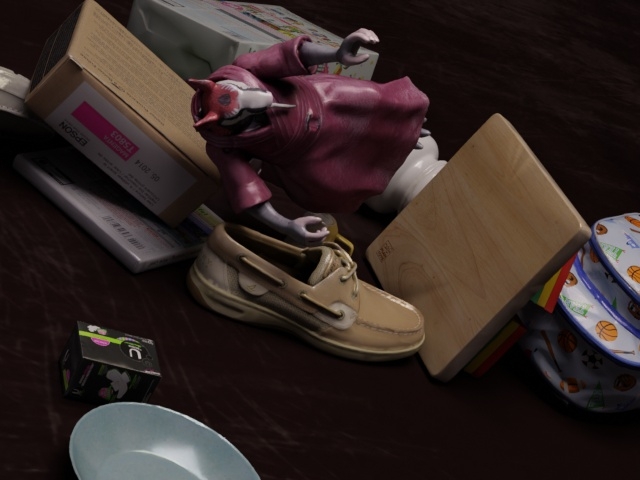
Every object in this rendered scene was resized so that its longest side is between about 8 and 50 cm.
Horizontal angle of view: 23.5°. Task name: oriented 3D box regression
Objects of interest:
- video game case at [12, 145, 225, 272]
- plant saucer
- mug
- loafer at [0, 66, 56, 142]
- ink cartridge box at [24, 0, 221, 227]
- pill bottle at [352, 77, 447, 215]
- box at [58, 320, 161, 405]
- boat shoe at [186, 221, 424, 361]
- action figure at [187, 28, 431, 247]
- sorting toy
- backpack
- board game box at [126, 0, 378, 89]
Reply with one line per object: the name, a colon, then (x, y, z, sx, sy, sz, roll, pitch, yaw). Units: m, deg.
video game case: (-0.228, -0.045, 1.822, 0.212, 0.023, 0.193, 39, 27, 21)
plant saucer: (-0.142, 0.225, 1.396, 0.195, 0.037, 0.195, 22, 26, -12)
mug: (-0.003, -0.002, 1.922, 0.078, 0.064, 0.062, 13, 29, -31)
loafer: (-0.439, -0.149, 1.727, 0.319, 0.112, 0.111, 11, 66, -34)
ink cartridge box: (-0.224, -0.152, 1.815, 0.234, 0.088, 0.193, 42, 21, -20)
pill bottle: (0.089, -0.112, 2.139, 0.229, 0.131, 0.131, 40, 28, 22)
box: (-0.206, 0.124, 1.500, 0.083, 0.052, 0.062, 17, 27, -25)
boat shoe: (-0.001, 0.056, 1.775, 0.302, 0.098, 0.109, 18, 28, -21)
action figure: (-0.042, -0.151, 1.752, 0.275, 0.248, 0.370, 32, 11, 35)
sorting toy: (0.207, 0.017, 1.899, 0.089, 0.255, 0.257, 31, 20, -36)
backpack: (0.371, 0.099, 1.970, 0.263, 0.213, 0.276, -15, 51, -41)
board game box: (-0.099, -0.274, 2.236, 0.224, 0.097, 0.303, 31, 23, 36)
